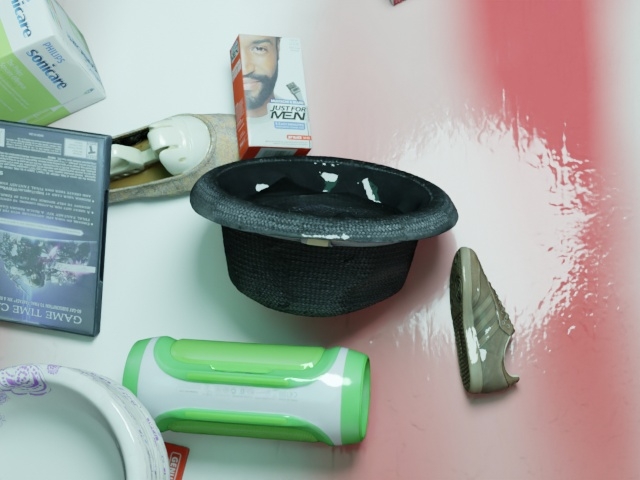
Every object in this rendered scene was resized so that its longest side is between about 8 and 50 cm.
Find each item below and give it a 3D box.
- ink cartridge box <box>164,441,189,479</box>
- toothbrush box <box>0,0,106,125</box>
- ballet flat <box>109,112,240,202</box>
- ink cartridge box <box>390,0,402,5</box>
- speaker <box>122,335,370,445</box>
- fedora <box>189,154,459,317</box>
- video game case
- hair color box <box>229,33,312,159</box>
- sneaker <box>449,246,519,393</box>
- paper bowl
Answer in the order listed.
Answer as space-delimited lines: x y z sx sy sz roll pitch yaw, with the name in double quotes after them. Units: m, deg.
-0.319 0.367 1.301 0.239 0.060 0.275 11 76 12 "ink cartridge box"
-0.471 -0.226 1.408 0.283 0.206 0.122 -23 72 2 "toothbrush box"
-0.241 -0.110 1.396 0.316 0.106 0.107 -19 73 2 "ballet flat"
0.140 -0.412 1.451 0.135 0.056 0.099 -26 73 1 "ink cartridge box"
-0.090 0.188 1.282 0.297 0.131 0.131 3 75 9 "speaker"
0.000 0.000 1.289 0.334 0.334 0.152 10 112 11 "fedora"
-0.381 -0.018 1.369 0.196 0.026 0.274 9 105 10 "video game case"
-0.069 -0.196 1.406 0.093 0.053 0.167 -1 72 -21 "hair color box"
0.210 0.101 1.307 0.071 0.066 0.188 -2 79 -10 "sneaker"
-0.316 0.291 1.206 0.284 0.148 0.284 -2 80 11 "paper bowl"
